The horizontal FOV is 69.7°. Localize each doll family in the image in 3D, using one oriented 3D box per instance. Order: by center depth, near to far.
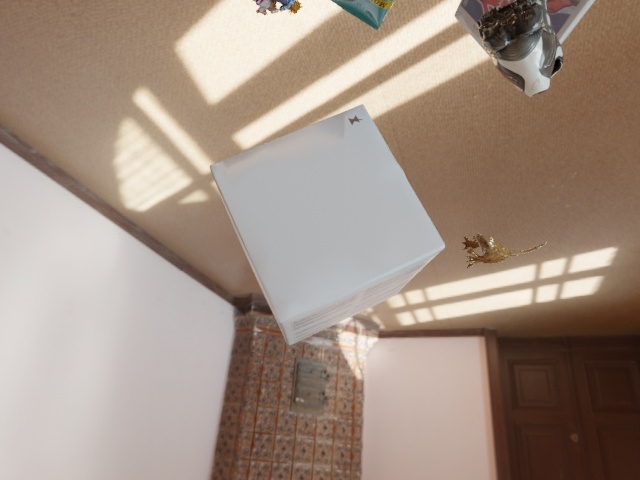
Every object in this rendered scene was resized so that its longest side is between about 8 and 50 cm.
[{"bbox_3d":[-0.097,-0.810,1.476,0.263,0.118,0.163,-44,166,18],"label":"doll family"}]

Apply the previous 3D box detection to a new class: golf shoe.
[{"bbox_3d":[0.227,-0.223,0.521,0.077,0.198,0.094,-20,115,38],"label":"golf shoe"}]

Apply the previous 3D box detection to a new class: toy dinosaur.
[{"bbox_3d":[0.341,0.025,0.889,0.112,0.064,0.211,-1,176,45],"label":"toy dinosaur"}]

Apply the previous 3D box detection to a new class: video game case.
[{"bbox_3d":[0.294,-0.355,0.680,0.023,0.183,0.201,-28,163,-17],"label":"video game case"}]

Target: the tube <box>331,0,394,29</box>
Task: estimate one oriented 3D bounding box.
[{"bbox_3d":[0.077,-0.316,0.521,0.080,0.052,0.207,31,165,-14],"label":"tube"}]

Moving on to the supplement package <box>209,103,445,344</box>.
[{"bbox_3d":[0.000,0.000,0.619,0.198,0.199,0.262,-24,165,-9],"label":"supplement package"}]
